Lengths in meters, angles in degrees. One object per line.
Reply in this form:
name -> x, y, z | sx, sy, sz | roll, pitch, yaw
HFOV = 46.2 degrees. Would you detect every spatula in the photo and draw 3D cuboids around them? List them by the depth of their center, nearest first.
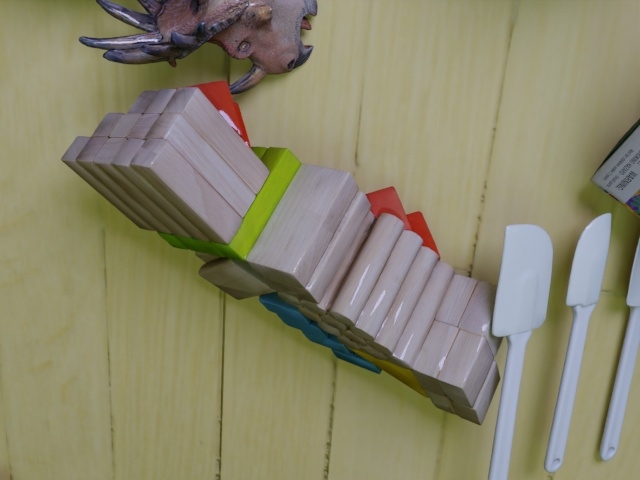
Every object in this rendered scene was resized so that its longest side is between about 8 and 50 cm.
spatula -> 0.199, 0.090, 0.574 | 0.168, 0.019, 0.241 | -10, 115, -24

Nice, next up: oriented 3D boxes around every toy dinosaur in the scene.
toy dinosaur -> -0.141, -0.209, 0.466 | 0.296, 0.127, 0.200 | 20, 120, 3

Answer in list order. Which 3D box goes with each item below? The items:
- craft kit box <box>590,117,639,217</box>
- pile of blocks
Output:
craft kit box -> 0.306, -0.030, 0.403 | 0.247, 0.250, 0.061 | 37, 69, 11
pile of blocks -> 0.000, 0.000, 0.558 | 0.362, 0.149, 0.112 | 37, 68, -19
